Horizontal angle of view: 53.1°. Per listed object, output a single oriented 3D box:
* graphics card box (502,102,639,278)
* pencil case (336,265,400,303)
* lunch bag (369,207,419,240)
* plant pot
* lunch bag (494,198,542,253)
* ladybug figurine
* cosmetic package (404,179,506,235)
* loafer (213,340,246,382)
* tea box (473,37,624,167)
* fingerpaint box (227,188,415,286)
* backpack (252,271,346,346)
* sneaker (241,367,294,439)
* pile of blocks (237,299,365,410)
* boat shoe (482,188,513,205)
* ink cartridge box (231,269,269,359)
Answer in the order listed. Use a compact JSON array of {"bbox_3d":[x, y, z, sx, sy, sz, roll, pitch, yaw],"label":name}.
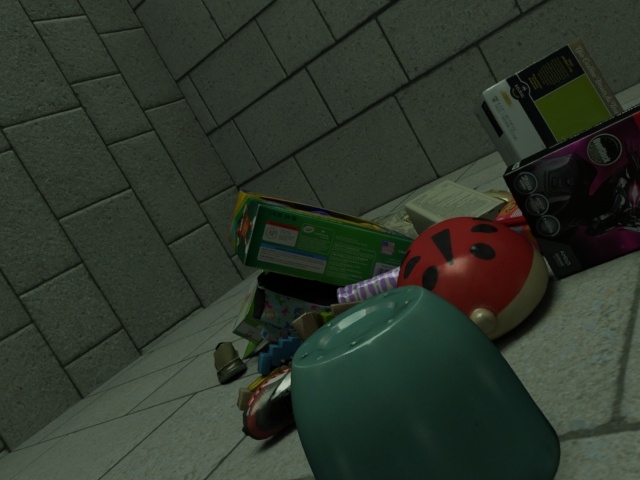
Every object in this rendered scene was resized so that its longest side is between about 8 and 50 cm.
[{"bbox_3d":[0.550,-0.107,1.155,0.370,0.233,0.094,-25,8,30],"label":"graphics card box"},{"bbox_3d":[0.140,0.115,1.514,0.206,0.086,0.088,-21,37,12],"label":"pencil case"},{"bbox_3d":[0.249,-0.006,2.055,0.287,0.169,0.235,-13,13,43],"label":"lunch bag"},{"bbox_3d":[0.099,0.198,0.782,0.293,0.235,0.293,-30,6,3],"label":"plant pot"},{"bbox_3d":[0.566,-0.079,1.443,0.293,0.120,0.258,-35,12,-27],"label":"lunch bag"},{"bbox_3d":[0.278,0.064,1.262,0.305,0.162,0.449,-28,11,7],"label":"ladybug figurine"},{"bbox_3d":[0.376,-0.058,1.757,0.160,0.113,0.309,-30,22,-6],"label":"cosmetic package"},{"bbox_3d":[-0.289,0.360,1.933,0.094,0.087,0.251,-31,6,-13],"label":"loafer"},{"bbox_3d":[0.689,-0.357,1.918,0.323,0.329,0.220,-28,-6,5],"label":"tea box"},{"bbox_3d":[0.000,0.000,1.719,0.444,0.163,0.371,13,6,-16],"label":"fingerpaint box"},{"bbox_3d":[-0.033,0.174,1.669,0.253,0.191,0.225,7,16,11],"label":"backpack"},{"bbox_3d":[-0.031,0.291,1.257,0.276,0.098,0.135,-32,4,-29],"label":"sneaker"},{"bbox_3d":[-0.048,0.248,1.449,0.362,0.149,0.112,-32,7,-14],"label":"pile of blocks"},{"bbox_3d":[0.504,-0.099,1.807,0.110,0.122,0.341,-31,5,-6],"label":"boat shoe"},{"bbox_3d":[-0.205,0.229,1.969,0.255,0.097,0.189,-48,19,47],"label":"ink cartridge box"}]
